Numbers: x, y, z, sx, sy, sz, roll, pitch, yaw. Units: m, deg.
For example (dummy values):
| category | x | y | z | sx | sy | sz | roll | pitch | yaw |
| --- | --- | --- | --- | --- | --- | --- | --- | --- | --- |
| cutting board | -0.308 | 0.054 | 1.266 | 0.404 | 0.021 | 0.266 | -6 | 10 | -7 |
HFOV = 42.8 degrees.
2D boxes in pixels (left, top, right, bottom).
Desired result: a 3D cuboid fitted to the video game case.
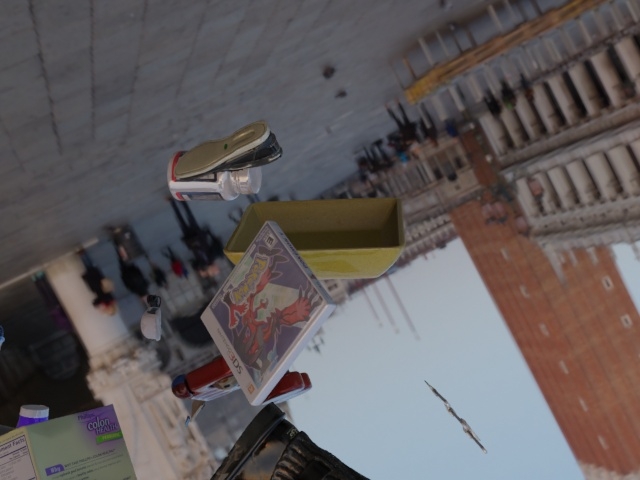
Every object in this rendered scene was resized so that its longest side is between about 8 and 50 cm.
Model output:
| category | x | y | z | sx | sy | sz | roll | pitch | yaw |
| --- | --- | --- | --- | --- | --- | --- | --- | --- | --- |
| video game case | -0.083 | 0.103 | 1.185 | 0.023 | 0.183 | 0.201 | 13 | 121 | -47 |

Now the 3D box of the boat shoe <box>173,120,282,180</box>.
| category | x | y | z | sx | sy | sz | roll | pitch | yaw |
| --- | --- | --- | --- | --- | --- | --- | --- | --- | --- |
| boat shoe | -0.185 | -0.157 | 1.607 | 0.233 | 0.079 | 0.084 | -17 | -132 | 24 |

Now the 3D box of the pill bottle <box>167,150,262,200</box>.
| category | x | y | z | sx | sy | sz | roll | pitch | yaw |
| --- | --- | --- | --- | --- | --- | --- | --- | --- | --- |
| pill bottle | -0.221 | -0.137 | 1.726 | 0.180 | 0.108 | 0.108 | 1 | -169 | 17 |

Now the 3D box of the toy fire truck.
| category | x | y | z | sx | sy | sz | roll | pitch | yaw |
| --- | --- | --- | --- | --- | --- | --- | --- | --- | --- |
| toy fire truck | -0.170 | 0.274 | 1.695 | 0.253 | 0.169 | 0.302 | -23 | 167 | 2 |

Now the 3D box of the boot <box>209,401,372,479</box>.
| category | x | y | z | sx | sy | sz | roll | pitch | yaw |
| --- | --- | --- | --- | --- | --- | --- | --- | --- | --- |
| boot | -0.076 | 0.486 | 1.463 | 0.348 | 0.260 | 0.131 | -58 | 168 | 28 |

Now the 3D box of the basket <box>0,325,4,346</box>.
| category | x | y | z | sx | sy | sz | roll | pitch | yaw |
| --- | --- | --- | --- | --- | --- | --- | --- | --- | --- |
| basket | -0.611 | 0.153 | 1.252 | 0.201 | 0.289 | 0.255 | 14 | -152 | 11 |

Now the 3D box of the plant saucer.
| category | x | y | z | sx | sy | sz | roll | pitch | yaw |
| --- | --- | --- | --- | --- | --- | --- | --- | --- | --- |
| plant saucer | 0.000 | 0.000 | 1.627 | 0.332 | 0.081 | 0.333 | -2 | -162 | 5 |

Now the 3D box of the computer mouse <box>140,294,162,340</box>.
| category | x | y | z | sx | sy | sz | roll | pitch | yaw |
| --- | --- | --- | --- | --- | --- | --- | --- | --- | --- |
| computer mouse | -0.374 | 0.178 | 1.808 | 0.042 | 0.106 | 0.193 | 0 | 180 | -9 |

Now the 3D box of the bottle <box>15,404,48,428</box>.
| category | x | y | z | sx | sy | sz | roll | pitch | yaw |
| --- | --- | --- | --- | --- | --- | --- | --- | --- | --- |
| bottle | -0.716 | 0.548 | 1.998 | 0.092 | 0.283 | 0.118 | 5 | 178 | 43 |

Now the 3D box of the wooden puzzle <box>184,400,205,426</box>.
| category | x | y | z | sx | sy | sz | roll | pitch | yaw |
| --- | --- | --- | --- | --- | --- | --- | --- | --- | --- |
| wooden puzzle | -0.291 | 0.392 | 1.961 | 0.116 | 0.014 | 0.079 | -52 | -160 | 34 |

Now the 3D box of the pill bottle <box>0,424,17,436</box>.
| category | x | y | z | sx | sy | sz | roll | pitch | yaw |
| --- | --- | --- | --- | --- | --- | --- | --- | --- | --- |
| pill bottle | -0.685 | 0.452 | 1.660 | 0.283 | 0.161 | 0.161 | 3 | -164 | 26 |

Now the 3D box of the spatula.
| category | x | y | z | sx | sy | sz | roll | pitch | yaw |
| --- | --- | --- | --- | --- | --- | --- | --- | --- | --- |
| spatula | 0.293 | 0.376 | 1.742 | 0.019 | 0.168 | 0.242 | -38 | 179 | -2 |

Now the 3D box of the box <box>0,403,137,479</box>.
| category | x | y | z | sx | sy | sz | roll | pitch | yaw |
| --- | --- | --- | --- | --- | --- | --- | --- | --- | --- |
| box | -0.433 | 0.431 | 1.411 | 0.117 | 0.243 | 0.213 | -26 | 169 | 25 |
